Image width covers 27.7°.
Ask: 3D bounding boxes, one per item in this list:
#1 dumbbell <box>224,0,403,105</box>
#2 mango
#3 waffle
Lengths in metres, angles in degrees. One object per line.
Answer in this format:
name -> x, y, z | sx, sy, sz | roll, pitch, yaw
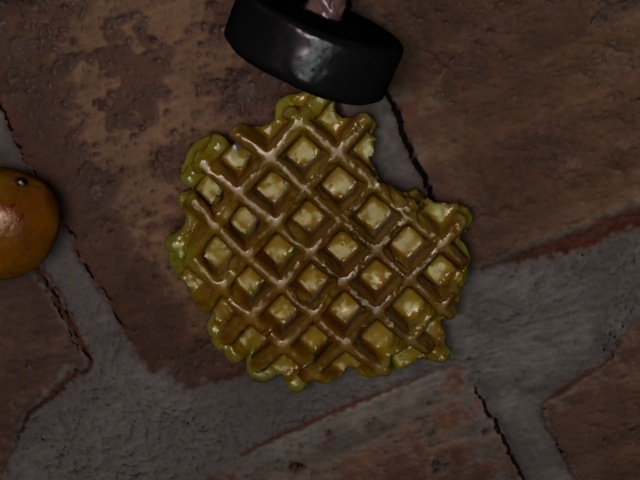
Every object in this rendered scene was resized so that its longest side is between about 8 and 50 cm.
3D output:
dumbbell -> 0.023, -0.238, 1.084 | 0.152, 0.152, 0.218 | 20, 109, -8
mango -> -0.323, -0.012, 1.208 | 0.164, 0.089, 0.115 | -7, 120, 6
waffle -> 0.004, 0.009, 1.230 | 0.281, 0.058, 0.301 | -23, 109, 8
